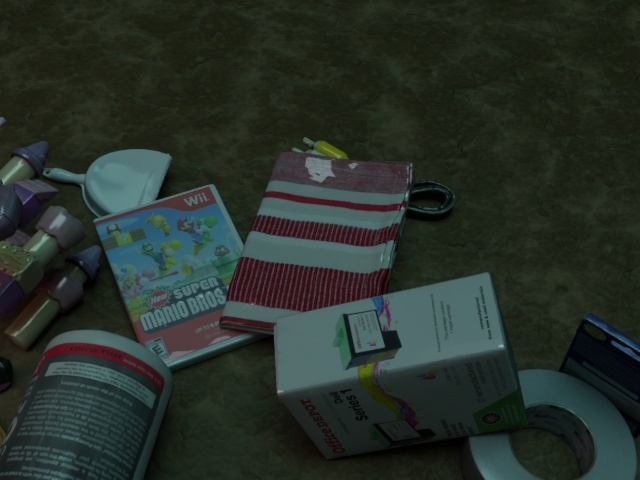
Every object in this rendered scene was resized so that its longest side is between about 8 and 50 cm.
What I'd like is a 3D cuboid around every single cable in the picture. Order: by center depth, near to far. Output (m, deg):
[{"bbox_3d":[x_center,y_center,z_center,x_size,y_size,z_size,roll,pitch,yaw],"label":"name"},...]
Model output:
[{"bbox_3d":[0.079,-0.084,1.409,0.287,0.072,0.139,15,55,10],"label":"cable"}]

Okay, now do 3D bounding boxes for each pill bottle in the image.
[{"bbox_3d":[-0.302,0.282,1.014,0.176,0.176,0.319,9,50,4],"label":"pill bottle"}]

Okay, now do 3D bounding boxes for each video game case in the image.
[{"bbox_3d":[-0.207,0.052,1.290,0.204,0.025,0.285,-19,60,-18],"label":"video game case"}]

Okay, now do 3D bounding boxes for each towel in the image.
[{"bbox_3d":[0.000,0.000,1.277,0.237,0.037,0.329,6,55,17],"label":"towel"}]

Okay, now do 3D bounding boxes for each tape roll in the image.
[{"bbox_3d":[0.299,0.283,1.120,0.219,0.072,0.219,1,50,-2],"label":"tape roll"}]

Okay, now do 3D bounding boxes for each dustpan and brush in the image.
[{"bbox_3d":[-0.368,-0.100,1.411,0.211,0.060,0.147,16,64,0],"label":"dustpan and brush"}]

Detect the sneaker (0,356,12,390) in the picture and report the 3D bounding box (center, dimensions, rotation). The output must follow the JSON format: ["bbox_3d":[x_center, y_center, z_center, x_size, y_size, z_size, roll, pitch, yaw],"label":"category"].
[{"bbox_3d":[-0.518,0.170,1.165,0.178,0.072,0.077,0,40,-11],"label":"sneaker"}]

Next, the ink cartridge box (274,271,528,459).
[{"bbox_3d":[0.103,0.166,1.067,0.278,0.201,0.117,-13,49,13],"label":"ink cartridge box"}]

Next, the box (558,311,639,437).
[{"bbox_3d":[0.392,0.174,1.115,0.136,0.225,0.036,34,69,22],"label":"box"}]

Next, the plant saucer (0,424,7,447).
[{"bbox_3d":[-0.497,0.296,1.080,0.200,0.037,0.200,2,50,-3],"label":"plant saucer"}]

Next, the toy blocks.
[{"bbox_3d":[-0.461,-0.058,1.198,0.288,0.309,0.260,27,60,17],"label":"toy blocks"}]
